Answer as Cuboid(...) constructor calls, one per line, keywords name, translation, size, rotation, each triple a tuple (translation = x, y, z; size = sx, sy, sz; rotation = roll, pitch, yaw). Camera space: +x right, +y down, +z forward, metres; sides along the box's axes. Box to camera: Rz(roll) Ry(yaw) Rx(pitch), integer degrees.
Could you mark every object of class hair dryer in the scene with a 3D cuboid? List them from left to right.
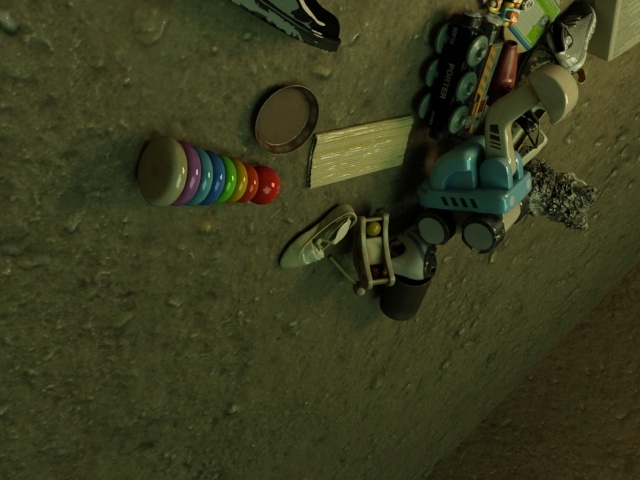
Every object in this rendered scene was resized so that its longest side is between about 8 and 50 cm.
Cuboid(name="hair dryer", translation=(0.522, -0.390, 1.687), size=(0.080, 0.224, 0.293), rotation=(-16, 100, -21))

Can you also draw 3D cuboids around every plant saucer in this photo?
Cuboid(name="plant saucer", translation=(-0.079, -0.273, 1.408), size=(0.169, 0.029, 0.168), rotation=(-23, 136, -24))

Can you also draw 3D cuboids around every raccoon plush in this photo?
Cuboid(name="raccoon plush", translation=(0.641, -0.100, 1.978), size=(0.446, 0.299, 0.216), rotation=(-33, 140, -15))

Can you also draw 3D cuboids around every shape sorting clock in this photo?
Cuboid(name="shape sorting clock", translation=(0.564, -0.606, 1.680), size=(0.206, 0.040, 0.206), rotation=(-22, 139, -21))

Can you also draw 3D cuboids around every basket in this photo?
Cuboid(name="basket", translation=(0.264, 0.134, 1.960), size=(0.154, 0.204, 0.226), rotation=(7, 138, 0))

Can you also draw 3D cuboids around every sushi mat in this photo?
Cuboid(name="sushi mat", translation=(0.104, -0.230, 1.614), size=(0.317, 0.019, 0.151), rotation=(-17, 134, -31))

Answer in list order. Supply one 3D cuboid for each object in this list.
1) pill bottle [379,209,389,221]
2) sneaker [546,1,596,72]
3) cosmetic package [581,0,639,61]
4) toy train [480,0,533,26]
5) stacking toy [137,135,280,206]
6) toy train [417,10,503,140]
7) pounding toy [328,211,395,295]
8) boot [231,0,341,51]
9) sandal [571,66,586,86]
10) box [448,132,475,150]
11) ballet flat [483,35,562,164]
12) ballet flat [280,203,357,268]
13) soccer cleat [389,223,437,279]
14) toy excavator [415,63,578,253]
Cuboid(name="pill bottle", translation=(0.171, -0.046, 1.811), size=(0.043, 0.043, 0.083), rotation=(-4, 125, -39))
Cuboid(name="sneaker", translation=(0.686, -0.589, 1.727), size=(0.132, 0.086, 0.228), rotation=(27, 68, -34))
Cuboid(name="cosmetic package", translation=(0.838, -0.688, 1.784), size=(0.153, 0.129, 0.296), rotation=(-31, 139, -15))
Cuboid(name="toy train", translation=(0.473, -0.611, 1.563), size=(0.125, 0.046, 0.166), rotation=(-44, 125, 11))
Cuboid(name="stacking toy", translation=(-0.212, -0.128, 1.340), size=(0.330, 0.141, 0.141), rotation=(4, 120, -47))
Cuboid(name="toy train", translation=(0.364, -0.419, 1.601), size=(0.190, 0.142, 0.333), rotation=(-25, 136, -41))
Cuboid(name="pounding toy", translation=(0.112, 0.053, 1.734), size=(0.155, 0.154, 0.269), rotation=(-8, 115, -10))
Cuboid(name="boot", translation=(-0.037, -0.519, 1.152), size=(0.348, 0.131, 0.260), rotation=(15, 112, -47))
Cuboid(name="sandal", translation=(0.774, -0.508, 1.919), size=(0.088, 0.079, 0.240), rotation=(-32, 139, -17))
Cuboid(name="box", translation=(0.410, -0.258, 1.801), size=(0.027, 0.094, 0.137), rotation=(-33, 140, -14))
Cuboid(name="ballet flat", translation=(0.599, -0.347, 1.822), size=(0.164, 0.182, 0.482), rotation=(13, 114, -46))
Cuboid(name="ballet flat", translation=(0.000, 0.000, 1.670), size=(0.248, 0.086, 0.086), rotation=(-43, 141, -2))
Cuboid(name="soccer cleat", translation=(0.285, -0.007, 1.851), size=(0.331, 0.143, 0.116), rotation=(-60, 152, -53))
Cuboid(name="toy excavator", translation=(0.435, -0.208, 1.611), size=(0.222, 0.433, 0.445), rotation=(-38, 123, -40))
